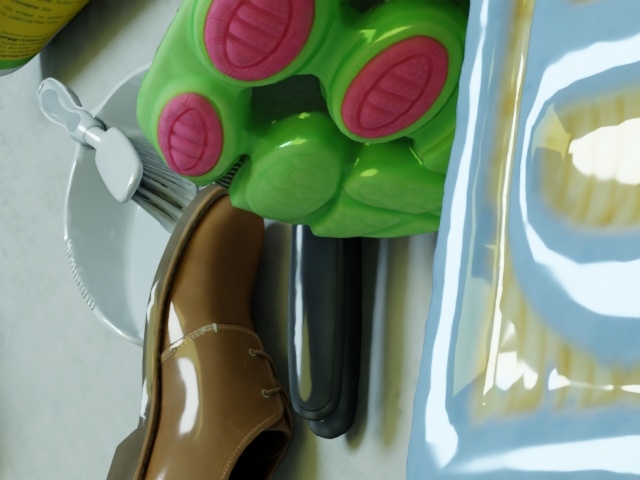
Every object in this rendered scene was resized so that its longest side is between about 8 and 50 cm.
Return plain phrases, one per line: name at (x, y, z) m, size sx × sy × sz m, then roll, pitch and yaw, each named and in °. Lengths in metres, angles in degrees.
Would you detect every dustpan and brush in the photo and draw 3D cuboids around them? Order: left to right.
dustpan and brush at (-0.112, -0.048, 1.024) m, size 0.147 × 0.060 × 0.211 m, roll -63°, pitch 26°, yaw 9°

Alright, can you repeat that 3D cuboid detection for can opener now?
can opener at (0.000, 0.000, 0.853) m, size 0.073 × 0.059 × 0.186 m, roll -13°, pitch 68°, yaw 20°

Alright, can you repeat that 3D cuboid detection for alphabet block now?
alphabet block at (0.163, 0.000, 0.492) m, size 0.192 × 0.197 × 0.193 m, roll -12°, pitch 62°, yaw 52°

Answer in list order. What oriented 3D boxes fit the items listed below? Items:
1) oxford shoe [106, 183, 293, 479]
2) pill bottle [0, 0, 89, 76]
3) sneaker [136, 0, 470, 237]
oxford shoe at (-0.045, 0.069, 0.878) m, size 0.076 × 0.076 × 0.212 m, roll -2°, pitch 61°, yaw 20°
pill bottle at (-0.165, -0.218, 1.125) m, size 0.245 × 0.136 × 0.136 m, roll -38°, pitch 44°, yaw 37°
sneaker at (0.105, -0.191, 0.740) m, size 0.483 × 0.185 × 0.202 m, roll -48°, pitch 21°, yaw 22°
